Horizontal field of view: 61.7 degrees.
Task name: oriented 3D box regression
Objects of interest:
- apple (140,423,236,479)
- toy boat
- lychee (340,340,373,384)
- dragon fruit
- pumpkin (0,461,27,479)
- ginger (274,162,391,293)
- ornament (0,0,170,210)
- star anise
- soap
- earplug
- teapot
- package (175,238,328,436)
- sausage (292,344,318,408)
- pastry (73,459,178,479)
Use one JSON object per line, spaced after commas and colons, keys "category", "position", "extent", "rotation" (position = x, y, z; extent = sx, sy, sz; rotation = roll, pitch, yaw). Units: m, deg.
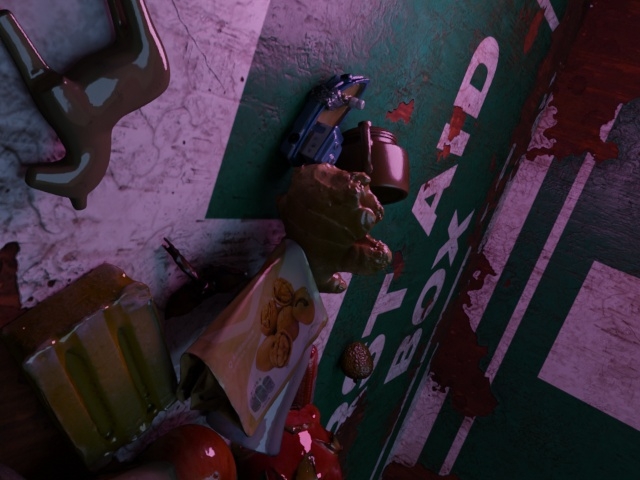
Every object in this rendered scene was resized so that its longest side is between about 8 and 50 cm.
{"category": "apple", "position": [-0.271, 0.487, 1.101], "extent": [0.210, 0.164, 0.209], "rotation": [-26, 139, -26]}
{"category": "toy boat", "position": [0.022, -0.237, 1.067], "extent": [0.237, 0.098, 0.109], "rotation": [-58, 155, -10]}
{"category": "lychee", "position": [0.121, 0.405, 1.769], "extent": [0.114, 0.114, 0.146], "rotation": [-5, 98, -58]}
{"category": "dragon fruit", "position": [-0.090, 0.563, 1.408], "extent": [0.306, 0.306, 0.225], "rotation": [-16, 99, -54]}
{"category": "pumpkin", "position": [-0.478, 0.407, 0.603], "extent": [0.328, 0.258, 0.291], "rotation": [-45, 160, -44]}
{"category": "ginger", "position": [0.025, 0.003, 1.108], "extent": [0.375, 0.237, 0.165], "rotation": [89, 6, -59]}
{"category": "ornament", "position": [-0.280, -0.173, 0.648], "extent": [0.230, 0.061, 0.244], "rotation": [-45, 144, -28]}
{"category": "star anise", "position": [-0.228, 0.053, 0.951], "extent": [0.158, 0.144, 0.141], "rotation": [-37, -172, -29]}
{"category": "soap", "position": [-0.341, 0.204, 0.840], "extent": [0.199, 0.091, 0.314], "rotation": [-42, 145, -36]}
{"category": "earplug", "position": [-0.109, 0.304, 1.244], "extent": [0.323, 0.185, 0.185], "rotation": [-64, 153, -10]}
{"category": "teapot", "position": [0.098, -0.179, 1.166], "extent": [0.267, 0.186, 0.175], "rotation": [67, 20, -79]}
{"category": "package", "position": [-0.146, 0.168, 1.007], "extent": [0.311, 0.165, 0.221], "rotation": [-55, 135, -42]}
{"category": "sausage", "position": [-0.047, 0.388, 1.511], "extent": [0.074, 0.074, 0.273], "rotation": [-32, 140, -44]}
{"category": "pastry", "position": [-0.352, 0.453, 0.884], "extent": [0.265, 0.265, 0.133], "rotation": [10, 61, -61]}
